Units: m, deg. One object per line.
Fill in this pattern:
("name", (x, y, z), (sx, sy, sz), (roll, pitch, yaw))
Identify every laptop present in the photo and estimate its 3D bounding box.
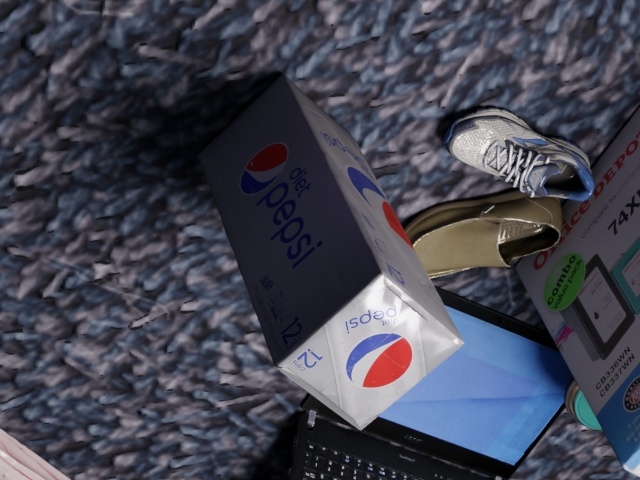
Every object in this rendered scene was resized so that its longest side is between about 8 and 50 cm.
("laptop", (0.105, 0.201, 1.479), (0.234, 0.264, 0.136), (22, 151, -27))

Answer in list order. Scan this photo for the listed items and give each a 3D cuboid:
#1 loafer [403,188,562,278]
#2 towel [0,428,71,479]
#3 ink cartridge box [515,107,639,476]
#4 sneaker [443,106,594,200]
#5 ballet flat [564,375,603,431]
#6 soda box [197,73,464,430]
("loafer", (0.130, -0.003, 1.406), (0.148, 0.050, 0.056), (-21, 126, -2))
("towel", (-0.316, 0.332, 1.500), (0.332, 0.053, 0.317), (-39, 124, 10))
("ink cartridge box", (0.319, 0.058, 1.366), (0.197, 0.270, 0.198), (25, 113, -27))
("sneaker", (0.162, -0.064, 1.371), (0.135, 0.058, 0.052), (13, 118, -22))
("ballet flat", (0.262, 0.135, 1.512), (0.074, 0.074, 0.203), (-44, 138, 14))
("soda box", (0.000, 0.000, 1.226), (0.098, 0.286, 0.091), (-42, 123, 12))
